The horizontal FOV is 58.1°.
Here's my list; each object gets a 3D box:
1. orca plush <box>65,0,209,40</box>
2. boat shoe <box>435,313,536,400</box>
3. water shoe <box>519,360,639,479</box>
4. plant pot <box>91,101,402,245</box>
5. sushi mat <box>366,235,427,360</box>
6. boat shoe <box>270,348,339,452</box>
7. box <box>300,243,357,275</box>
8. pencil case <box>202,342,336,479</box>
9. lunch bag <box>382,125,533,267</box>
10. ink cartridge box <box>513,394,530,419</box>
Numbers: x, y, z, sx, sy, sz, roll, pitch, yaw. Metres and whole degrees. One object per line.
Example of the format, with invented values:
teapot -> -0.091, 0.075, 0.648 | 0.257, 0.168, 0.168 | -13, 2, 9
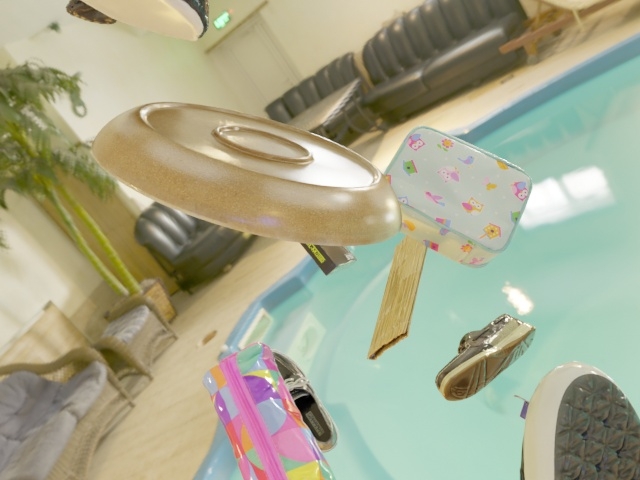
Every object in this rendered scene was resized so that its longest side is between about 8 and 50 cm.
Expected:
orca plush -> -0.239, -0.297, 0.555 | 0.151, 0.287, 0.102 | 128, 156, -73
boat shoe -> 0.175, 0.126, 0.636 | 0.152, 0.056, 0.049 | -19, 38, -34
water shoe -> 0.128, 0.164, 0.303 | 0.072, 0.203, 0.080 | -9, -1, -22
plant pot -> -0.046, -0.062, 0.436 | 0.236, 0.236, 0.033 | -91, 17, -69
sushi mat -> 0.175, 0.094, 1.226 | 0.151, 0.019, 0.317 | -50, 15, 51
boat shoe -> -0.067, 0.387, 1.431 | 0.113, 0.306, 0.105 | -31, -27, -10
box -> 0.000, 0.000, 1.470 | 0.045, 0.184, 0.190 | -44, -12, 15
pencil case -> -0.054, 0.231, 0.654 | 0.104, 0.104, 0.236 | -36, 54, 1
lunch bag -> 0.261, -0.089, 1.125 | 0.224, 0.279, 0.108 | -59, -7, -26
ink cartridge box -> 0.534, 0.411, 1.194 | 0.223, 0.224, 0.045 | 23, 84, 53
